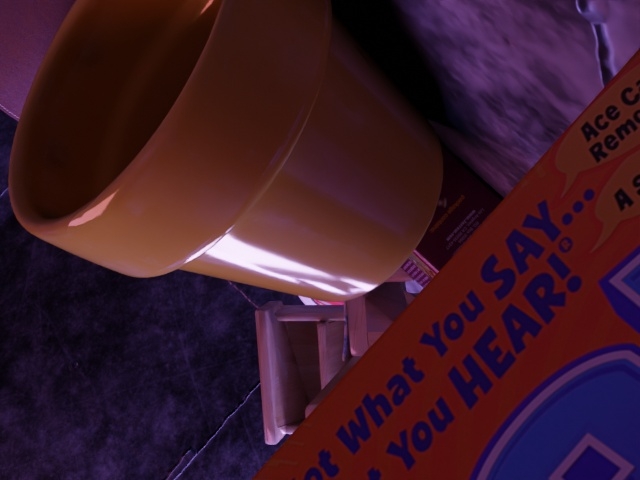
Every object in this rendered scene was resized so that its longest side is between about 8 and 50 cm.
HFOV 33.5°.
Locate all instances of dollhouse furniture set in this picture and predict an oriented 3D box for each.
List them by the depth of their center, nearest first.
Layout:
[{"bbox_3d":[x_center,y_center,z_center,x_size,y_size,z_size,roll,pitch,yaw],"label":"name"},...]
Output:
[{"bbox_3d":[0.014,0.179,1.145,0.256,0.362,0.394,-2,-173,15],"label":"dollhouse furniture set"}]

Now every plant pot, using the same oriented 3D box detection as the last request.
[{"bbox_3d":[-0.050,-0.074,0.754,0.239,0.254,0.254,28,-177,-35],"label":"plant pot"}]

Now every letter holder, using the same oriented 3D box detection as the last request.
[{"bbox_3d":[-0.399,-0.301,1.366,0.152,0.214,0.302,40,173,19],"label":"letter holder"}]

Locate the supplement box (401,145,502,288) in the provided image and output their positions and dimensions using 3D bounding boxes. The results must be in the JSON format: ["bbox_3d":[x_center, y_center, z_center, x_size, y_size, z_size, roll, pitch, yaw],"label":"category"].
[{"bbox_3d":[0.128,0.017,0.868,0.188,0.081,0.104,43,173,5],"label":"supplement box"}]

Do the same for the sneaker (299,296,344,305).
[{"bbox_3d":[-0.030,0.021,1.877,0.279,0.107,0.118,42,156,-23],"label":"sneaker"}]

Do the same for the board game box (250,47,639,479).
[{"bbox_3d":[0.204,0.209,0.441,0.356,0.356,0.356,36,171,43],"label":"board game box"}]
